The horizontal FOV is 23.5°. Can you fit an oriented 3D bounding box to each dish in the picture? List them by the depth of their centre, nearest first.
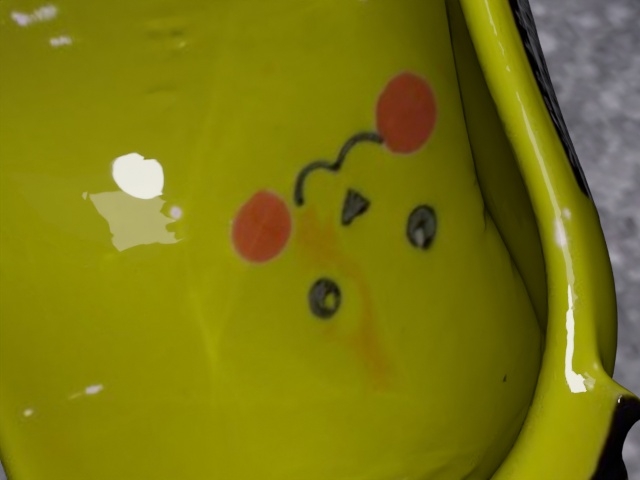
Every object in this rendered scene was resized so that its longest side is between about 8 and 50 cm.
[{"bbox_3d":[0.000,0.000,0.446,0.108,0.221,0.262,12,48,-48],"label":"dish"}]
